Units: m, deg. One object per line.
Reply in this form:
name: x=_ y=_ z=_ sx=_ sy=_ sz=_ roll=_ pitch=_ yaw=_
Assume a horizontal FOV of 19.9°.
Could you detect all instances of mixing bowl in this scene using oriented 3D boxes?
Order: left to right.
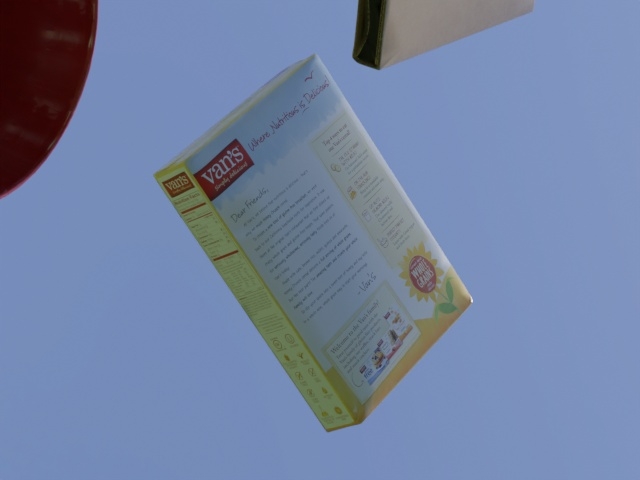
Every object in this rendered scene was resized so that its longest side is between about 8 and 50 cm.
mixing bowl: x=-0.214 y=-0.116 z=1.001 sx=0.098 sy=0.181 sz=0.181 roll=16 pitch=-73 yaw=24

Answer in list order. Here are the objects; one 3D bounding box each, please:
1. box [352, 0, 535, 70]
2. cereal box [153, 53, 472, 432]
box: x=0.085 y=-0.198 z=1.077 sx=0.021 sy=0.201 sz=0.164 roll=17 pitch=-66 yaw=28
cereal box: x=0.000 y=0.000 z=1.387 sx=0.047 sy=0.173 sz=0.240 roll=-21 pitch=-74 yaw=48
